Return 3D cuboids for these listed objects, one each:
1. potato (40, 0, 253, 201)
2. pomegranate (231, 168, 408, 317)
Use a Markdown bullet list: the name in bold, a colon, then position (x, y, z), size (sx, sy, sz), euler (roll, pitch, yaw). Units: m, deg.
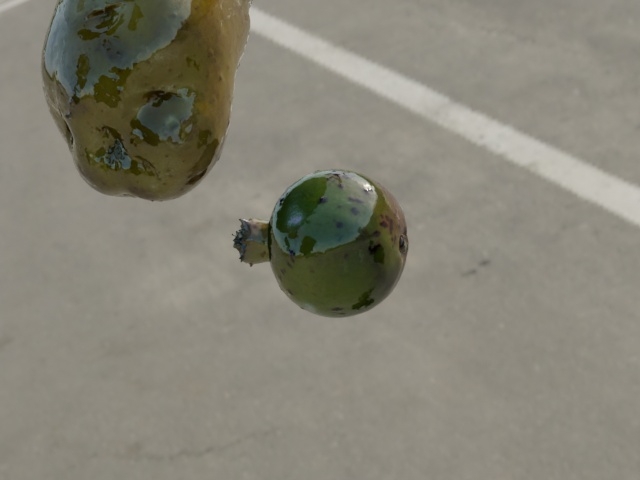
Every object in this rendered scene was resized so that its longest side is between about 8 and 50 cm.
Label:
- **potato**: position (-0.124, -0.206, 1.172), size (0.176, 0.195, 0.369), euler (-3, 67, 31)
- **pomegranate**: position (0.008, -0.002, 1.177), size (0.130, 0.130, 0.130), euler (-18, 25, 9)
